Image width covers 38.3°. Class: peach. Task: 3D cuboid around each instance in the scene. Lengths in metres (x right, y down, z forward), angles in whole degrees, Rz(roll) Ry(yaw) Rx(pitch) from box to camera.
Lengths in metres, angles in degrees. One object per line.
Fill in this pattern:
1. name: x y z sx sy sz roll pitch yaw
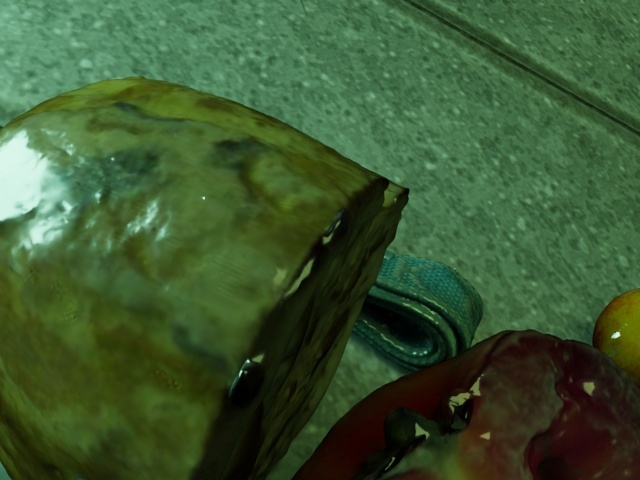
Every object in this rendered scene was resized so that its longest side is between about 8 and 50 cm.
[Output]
1. peach: 0.299 0.092 0.862 0.100 0.101 0.101 17 47 -19

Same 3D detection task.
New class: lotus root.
1. lotus root: -0.084 0.019 0.564 0.250 0.316 0.316 37 44 12

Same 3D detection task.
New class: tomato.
1. tomato: 0.085 0.227 0.571 0.335 0.176 0.290 -39 100 -40

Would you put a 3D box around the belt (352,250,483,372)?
1. belt: 0.000 0.000 0.761 0.302 0.087 0.072 35 48 -1

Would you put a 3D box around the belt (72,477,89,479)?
1. belt: -0.125 0.223 0.416 0.126 0.230 0.139 -13 24 -38
